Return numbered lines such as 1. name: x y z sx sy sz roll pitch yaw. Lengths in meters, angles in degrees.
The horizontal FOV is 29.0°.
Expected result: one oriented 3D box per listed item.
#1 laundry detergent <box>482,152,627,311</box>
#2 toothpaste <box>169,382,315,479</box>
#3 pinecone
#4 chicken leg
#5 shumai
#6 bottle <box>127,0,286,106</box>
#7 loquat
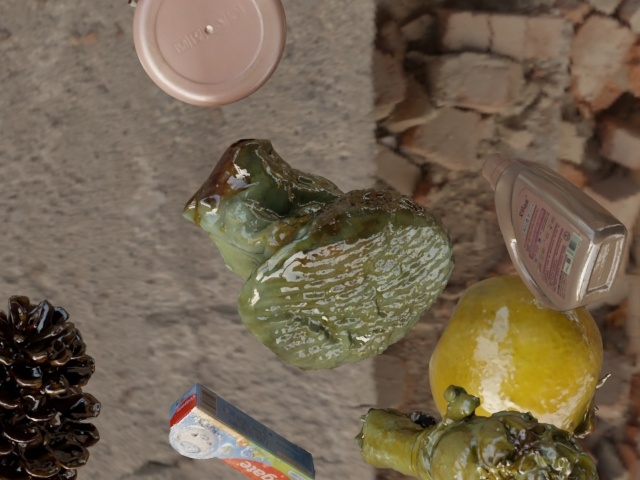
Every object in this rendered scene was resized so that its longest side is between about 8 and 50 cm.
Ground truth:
1. laundry detergent: 0.294 -0.008 1.653 0.076 0.237 0.171 -15 129 -30
2. toothpaste: -0.099 0.251 1.498 0.193 0.044 0.070 37 114 -27
3. pinecone: -0.401 0.206 1.648 0.246 0.246 0.292 4 128 -22
4. chicken leg: 0.102 0.157 0.913 0.103 0.228 0.088 37 75 -45
5. shumai: 0.000 0.000 1.323 0.222 0.203 0.272 -45 136 12
6. bottle: -0.143 -0.267 1.504 0.207 0.297 0.173 24 100 -6
7. loquat: 0.296 0.193 1.833 0.275 0.275 0.274 1 88 -22
